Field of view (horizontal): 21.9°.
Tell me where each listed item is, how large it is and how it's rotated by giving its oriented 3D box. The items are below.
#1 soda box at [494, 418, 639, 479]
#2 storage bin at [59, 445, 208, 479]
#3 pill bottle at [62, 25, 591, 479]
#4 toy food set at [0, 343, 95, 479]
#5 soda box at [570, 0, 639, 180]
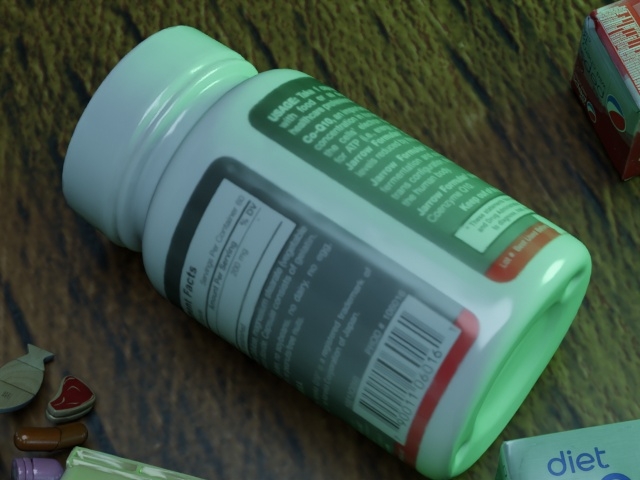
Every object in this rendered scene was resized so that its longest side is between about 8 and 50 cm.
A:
[{"bbox_3d":[0.246,0.147,0.927,0.286,0.091,0.098,-9,64,-2],"label":"soda box"},{"bbox_3d":[-0.053,0.254,0.807,0.260,0.123,0.262,13,35,9],"label":"storage bin"},{"bbox_3d":[0.000,0.000,0.972,0.283,0.161,0.161,33,69,17],"label":"pill bottle"},{"bbox_3d":[-0.174,0.115,0.980,0.078,0.019,0.122,28,37,10],"label":"toy food set"},{"bbox_3d":[0.299,-0.133,1.066,0.263,0.092,0.083,-19,65,-8],"label":"soda box"}]
